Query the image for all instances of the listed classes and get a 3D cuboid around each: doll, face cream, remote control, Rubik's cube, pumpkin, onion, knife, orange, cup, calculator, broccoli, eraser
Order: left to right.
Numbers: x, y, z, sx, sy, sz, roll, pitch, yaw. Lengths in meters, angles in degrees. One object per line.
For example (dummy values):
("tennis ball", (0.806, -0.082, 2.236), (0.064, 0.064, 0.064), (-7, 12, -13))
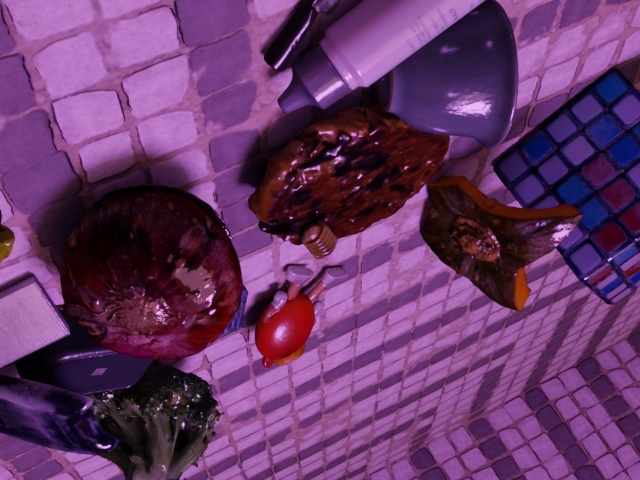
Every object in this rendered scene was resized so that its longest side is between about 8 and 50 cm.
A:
("eraser", (-0.440, 0.121, 1.170), (0.150, 0.023, 0.103), (-26, 125, -7))
("calculator", (-0.439, 0.251, 1.252), (0.177, 0.268, 0.040), (78, 28, -48))
("broccoli", (-0.302, 0.339, 1.493), (0.265, 0.245, 0.294), (-10, 126, -2))
("onion", (-0.222, 0.041, 1.121), (0.246, 0.190, 0.246), (-2, 126, -3))
("remote control", (-0.155, 0.122, 1.501), (0.044, 0.027, 0.152), (-24, 154, -27))
("orange", (-0.071, 0.208, 1.678), (0.083, 0.070, 0.083), (-19, 161, -7))
("doll", (-0.052, 0.139, 1.578), (0.183, 0.085, 0.217), (4, 119, -51))
("knife", (0.012, -0.293, 0.997), (0.230, 0.028, 0.060), (-51, 159, 27))
("face cream", (0.076, -0.256, 1.039), (0.311, 0.092, 0.092), (-36, 152, 7))
("cup", (0.156, -0.217, 1.124), (0.150, 0.199, 0.199), (-5, 147, -9))
("pumpkin", (0.298, -0.013, 1.504), (0.095, 0.258, 0.290), (-42, 157, -28))
("Rubik's cube", (0.546, -0.089, 1.579), (0.287, 0.292, 0.293), (-39, 153, 15))

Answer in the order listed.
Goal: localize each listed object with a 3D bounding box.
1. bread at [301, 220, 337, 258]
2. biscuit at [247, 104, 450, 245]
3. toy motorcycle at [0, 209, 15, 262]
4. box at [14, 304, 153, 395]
("bread", (0.000, 0.000, 1.289), (0.049, 0.033, 0.088), (-36, 156, -2))
("biscuit", (0.040, -0.101, 1.271), (0.334, 0.081, 0.289), (-2, 145, -46))
("toy motorcycle", (-0.424, -0.015, 0.855), (0.142, 0.206, 0.342), (-1, 143, 10))
("box", (-0.358, 0.173, 1.310), (0.201, 0.090, 0.144), (-2, 141, -44))
